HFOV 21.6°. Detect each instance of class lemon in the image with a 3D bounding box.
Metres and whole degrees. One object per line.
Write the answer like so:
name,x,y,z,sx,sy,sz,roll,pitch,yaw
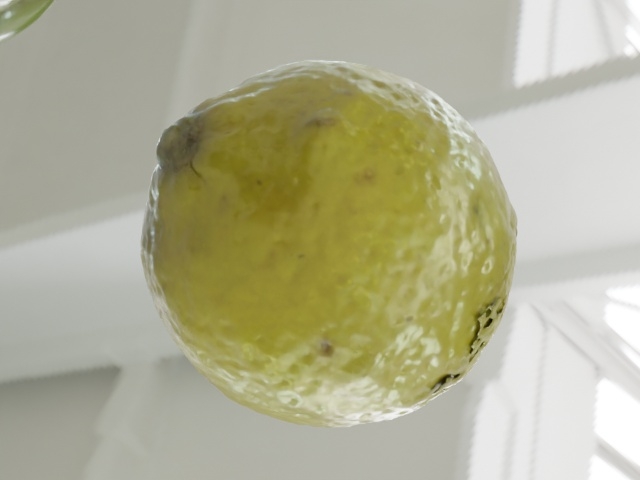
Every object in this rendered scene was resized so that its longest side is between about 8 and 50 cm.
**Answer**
lemon,0.000,0.000,1.595,0.350,0.387,0.350,-37,-141,38

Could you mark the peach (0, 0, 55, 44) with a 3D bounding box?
peach,-0.281,-0.240,1.058,0.292,0.292,0.247,35,-78,49
